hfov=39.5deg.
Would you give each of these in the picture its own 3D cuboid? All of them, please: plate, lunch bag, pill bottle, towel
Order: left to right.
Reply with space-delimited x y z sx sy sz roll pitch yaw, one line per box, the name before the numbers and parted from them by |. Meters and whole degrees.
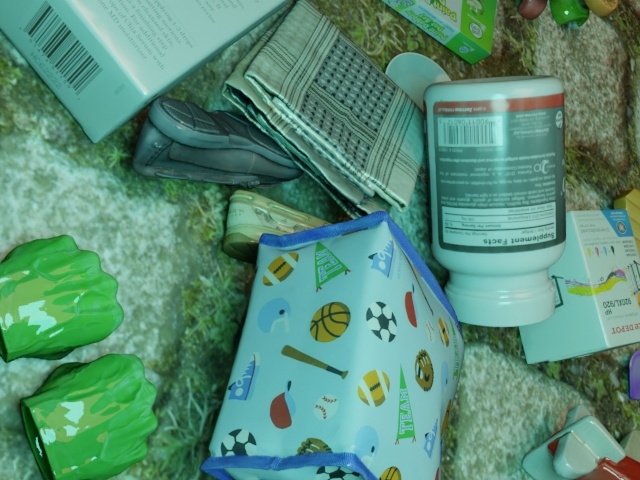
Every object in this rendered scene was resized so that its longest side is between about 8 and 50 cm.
towel | 0.031 -0.197 1.316 0.312 0.056 0.324 43 39 -14
lunch bag | 0.053 0.209 1.130 0.385 0.239 0.327 47 46 -44
plate | 0.175 -0.236 1.542 0.188 0.024 0.188 15 65 -34
pill bottle | 0.270 -0.065 1.372 0.210 0.210 0.362 -15 106 -41

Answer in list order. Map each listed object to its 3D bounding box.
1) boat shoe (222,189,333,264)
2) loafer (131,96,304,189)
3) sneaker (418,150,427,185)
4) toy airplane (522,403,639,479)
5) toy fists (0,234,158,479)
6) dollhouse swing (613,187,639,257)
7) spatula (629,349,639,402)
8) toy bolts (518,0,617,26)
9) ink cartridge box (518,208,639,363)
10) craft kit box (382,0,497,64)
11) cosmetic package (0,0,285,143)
boat shoe | 0.000 0.000 1.260 0.285 0.105 0.089 16 64 -32
loafer | -0.133 -0.117 1.208 0.109 0.095 0.303 48 21 29
sneaker | 0.205 -0.106 1.503 0.157 0.061 0.065 62 13 -11
toy airplane | 0.487 0.449 1.403 0.386 0.272 0.384 7 31 -27
toy fists | -0.278 0.133 1.000 0.142 0.096 0.279 -19 87 -31
dollhouse swing | 0.778 0.055 1.747 0.305 0.315 0.346 39 51 -46
spatula | 0.626 0.352 1.668 0.084 0.030 0.296 2 73 -37
toy bolts | 0.513 -0.561 1.842 0.229 0.158 0.218 -12 81 -41
ink cartridge box | 0.445 0.081 1.537 0.171 0.168 0.232 -3 76 -40
craft kit box | 0.226 -0.491 1.661 0.250 0.061 0.246 27 61 -27
cosmetic package | -0.195 -0.355 1.204 0.230 0.162 0.453 52 50 -11
